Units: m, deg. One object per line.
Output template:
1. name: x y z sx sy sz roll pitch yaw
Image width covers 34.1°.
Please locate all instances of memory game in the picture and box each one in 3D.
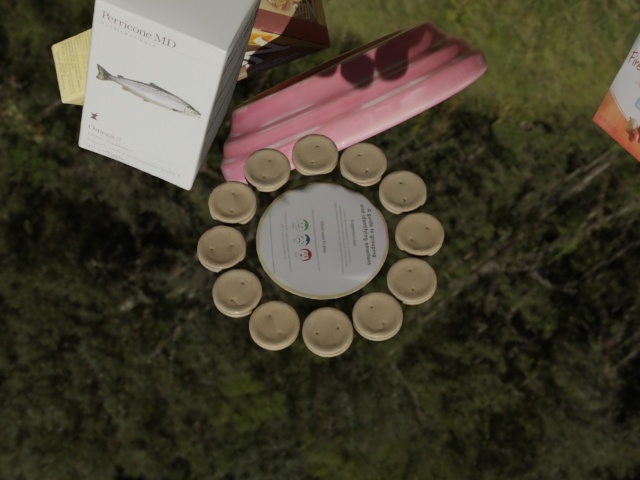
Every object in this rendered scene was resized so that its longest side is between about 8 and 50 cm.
1. memory game: 0.000 0.000 0.775 0.186 0.186 0.012 51 164 24

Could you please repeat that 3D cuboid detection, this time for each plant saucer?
1. plant saucer: 0.026 -0.168 1.213 0.084 0.332 0.332 64 171 -10

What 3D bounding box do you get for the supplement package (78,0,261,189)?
1. supplement package: -0.121 -0.144 0.833 0.105 0.105 0.179 22 145 -2

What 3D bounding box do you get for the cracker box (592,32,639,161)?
1. cracker box: 0.405 -0.184 1.103 0.067 0.232 0.156 6 -148 -31

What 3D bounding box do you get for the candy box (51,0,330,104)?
1. candy box: -0.169 -0.253 1.358 0.183 0.316 0.088 -5 -98 -59
